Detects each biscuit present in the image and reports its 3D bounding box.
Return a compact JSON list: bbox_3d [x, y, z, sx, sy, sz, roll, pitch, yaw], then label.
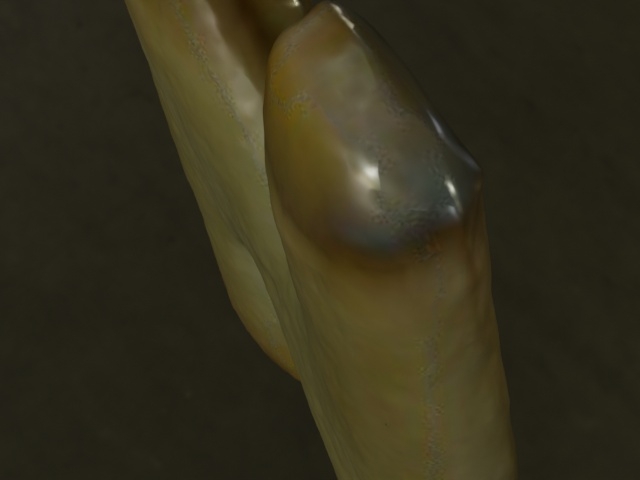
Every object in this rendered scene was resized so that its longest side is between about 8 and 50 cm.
[{"bbox_3d":[0.000,0.000,0.685,0.062,0.291,0.237,-26,51,-8],"label":"biscuit"}]
